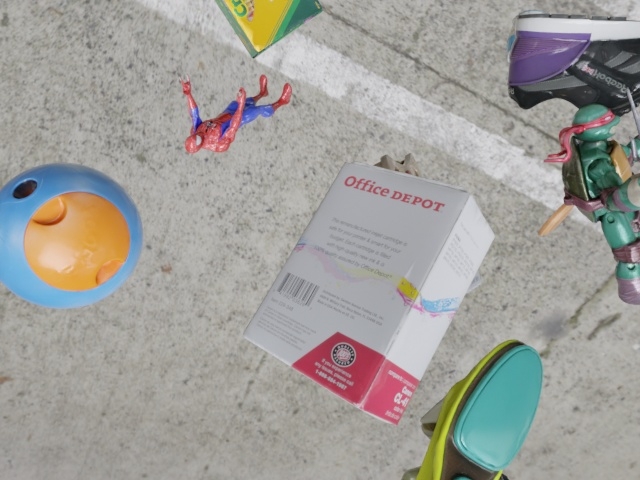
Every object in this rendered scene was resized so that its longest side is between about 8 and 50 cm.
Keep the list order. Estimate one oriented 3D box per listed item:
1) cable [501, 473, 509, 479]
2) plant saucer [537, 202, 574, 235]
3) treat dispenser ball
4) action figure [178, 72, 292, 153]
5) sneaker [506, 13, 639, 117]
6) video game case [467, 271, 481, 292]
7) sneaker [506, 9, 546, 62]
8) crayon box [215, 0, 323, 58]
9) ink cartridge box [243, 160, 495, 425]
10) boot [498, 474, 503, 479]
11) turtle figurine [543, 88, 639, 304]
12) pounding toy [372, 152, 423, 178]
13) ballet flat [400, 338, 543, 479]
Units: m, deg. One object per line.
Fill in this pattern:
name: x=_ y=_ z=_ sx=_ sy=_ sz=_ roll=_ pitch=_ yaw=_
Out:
cable: x=0.485 y=0.660 z=1.482 sx=0.047 sy=0.185 sz=0.150 roll=-55 pitch=154 yaw=-24
plant saucer: x=0.409 y=-0.039 z=0.966 sx=0.083 sy=0.013 sz=0.083 roll=-37 pitch=158 yaw=-18
treat dispenser ball: x=-0.502 y=-0.010 z=1.109 sx=0.288 sy=0.288 sz=0.288 roll=-6 pitch=124 yaw=-8
action figure: x=-0.158 y=-0.260 z=1.028 sx=0.092 sy=0.280 sz=0.139 roll=22 pitch=137 yaw=19
sneaker: x=0.369 y=-0.195 z=0.664 sx=0.283 sy=0.107 sz=0.124 roll=13 pitch=112 yaw=24
video game case: x=0.332 y=0.047 z=1.400 sx=0.023 sy=0.201 sz=0.183 roll=-14 pitch=92 yaw=40
sneaker: x=0.427 y=-0.308 z=0.995 sx=0.229 sy=0.087 sz=0.092 roll=26 pitch=72 yaw=-10
crayon box: x=-0.143 y=-0.532 z=1.119 sx=0.165 sy=0.081 sz=0.278 roll=-37 pitch=106 yaw=-6
ink cartridge box: x=0.069 y=0.063 z=0.789 sx=0.306 sy=0.226 sz=0.131 roll=-58 pitch=139 yaw=-11
boot: x=0.265 y=0.509 z=1.196 sx=0.179 sy=0.085 sz=0.236 roll=-36 pitch=126 yaw=23
turtle figurine: x=0.306 y=-0.059 z=0.561 sx=0.175 sy=0.118 sz=0.234 roll=-45 pitch=122 yaw=-36
pounding toy: x=0.115 y=-0.087 z=1.137 sx=0.155 sy=0.269 sz=0.154 roll=-26 pitch=107 yaw=26
ballet flat: x=0.104 y=0.178 z=0.447 sx=0.077 sy=0.077 sz=0.231 roll=41 pitch=63 yaw=-21
